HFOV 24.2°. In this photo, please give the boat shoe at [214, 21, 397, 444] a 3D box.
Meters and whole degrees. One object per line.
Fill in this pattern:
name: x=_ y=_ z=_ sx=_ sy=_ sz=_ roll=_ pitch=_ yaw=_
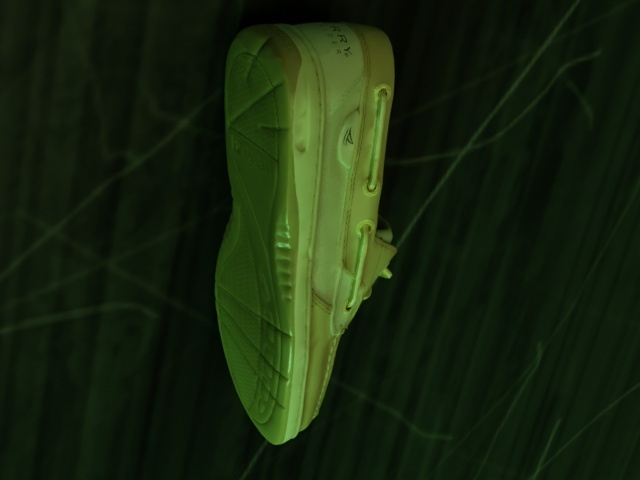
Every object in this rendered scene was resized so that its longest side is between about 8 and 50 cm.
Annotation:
boat shoe: x=0.000 y=0.000 z=0.540 sx=0.059 sy=0.063 sz=0.170 roll=-15 pitch=129 yaw=-26
